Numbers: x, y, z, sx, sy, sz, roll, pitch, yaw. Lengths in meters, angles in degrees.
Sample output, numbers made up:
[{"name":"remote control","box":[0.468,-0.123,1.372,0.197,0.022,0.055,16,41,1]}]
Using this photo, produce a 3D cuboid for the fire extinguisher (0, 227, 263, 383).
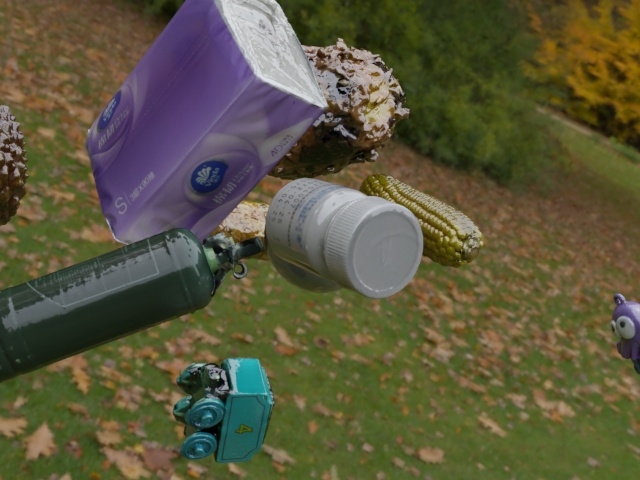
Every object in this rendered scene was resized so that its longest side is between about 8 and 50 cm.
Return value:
[{"name":"fire extinguisher","box":[-0.214,0.057,0.970,0.311,0.095,0.114,-20,0,-10]}]

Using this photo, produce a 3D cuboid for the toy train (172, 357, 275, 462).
[{"name":"toy train","box":[-0.159,0.279,1.477,0.154,0.198,0.107,2,36,-19]}]

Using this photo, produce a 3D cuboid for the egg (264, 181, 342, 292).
[{"name":"egg","box":[0.000,0.000,1.485,0.176,0.176,0.232,34,-12,27]}]

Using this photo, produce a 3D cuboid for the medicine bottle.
[{"name":"medicine bottle","box":[0.021,-0.006,0.976,0.105,0.105,0.168,15,5,-36]}]

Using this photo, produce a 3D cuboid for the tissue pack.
[{"name":"tissue pack","box":[-0.171,-0.175,1.263,0.160,0.338,0.242,15,39,-44]}]

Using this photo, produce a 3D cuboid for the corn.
[{"name":"corn","box":[0.206,-0.045,1.913,0.120,0.120,0.363,13,14,-38]}]

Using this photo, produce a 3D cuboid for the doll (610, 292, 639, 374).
[{"name":"doll","box":[0.473,0.167,1.284,0.206,0.067,0.110,61,-19,10]}]

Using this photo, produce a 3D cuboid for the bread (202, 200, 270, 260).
[{"name":"bread","box":[-0.128,-0.020,1.636,0.211,0.083,0.114,3,51,-34]}]

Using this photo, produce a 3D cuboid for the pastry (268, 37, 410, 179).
[{"name":"pastry","box":[-0.025,-0.289,2.037,0.405,0.292,0.337,9,45,32]}]

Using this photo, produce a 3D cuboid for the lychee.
[{"name":"lychee","box":[-0.603,-0.123,1.445,0.267,0.267,0.267,24,15,-7]}]
